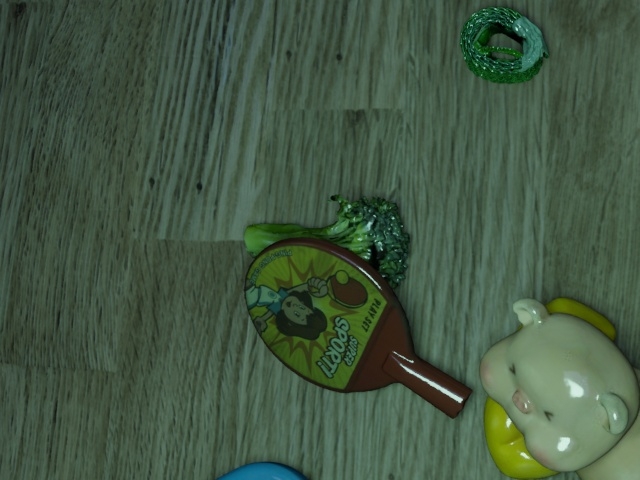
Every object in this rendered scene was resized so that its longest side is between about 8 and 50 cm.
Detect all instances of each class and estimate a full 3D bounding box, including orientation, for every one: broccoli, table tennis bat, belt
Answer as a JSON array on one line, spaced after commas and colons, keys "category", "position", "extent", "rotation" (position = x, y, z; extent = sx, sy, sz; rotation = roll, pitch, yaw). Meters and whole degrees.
[{"category": "broccoli", "position": [0.002, 0.005, 1.543], "extent": [0.304, 0.145, 0.165], "rotation": [2, 88, 27]}, {"category": "table tennis bat", "position": [0.054, 0.152, 1.459], "extent": [0.415, 0.051, 0.268], "rotation": [32, 126, 13]}, {"category": "belt", "position": [0.312, -0.334, 1.543], "extent": [0.151, 0.079, 0.121], "rotation": [31, 87, 20]}]

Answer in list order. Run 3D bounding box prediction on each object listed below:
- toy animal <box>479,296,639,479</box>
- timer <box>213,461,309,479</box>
[{"category": "toy animal", "position": [0.364, 0.254, 1.302], "extent": [0.277, 0.247, 0.345], "rotation": [-40, 70, 5]}, {"category": "timer", "position": [-0.123, 0.538, 1.448], "extent": [0.340, 0.115, 0.309], "rotation": [-30, 72, 8]}]
